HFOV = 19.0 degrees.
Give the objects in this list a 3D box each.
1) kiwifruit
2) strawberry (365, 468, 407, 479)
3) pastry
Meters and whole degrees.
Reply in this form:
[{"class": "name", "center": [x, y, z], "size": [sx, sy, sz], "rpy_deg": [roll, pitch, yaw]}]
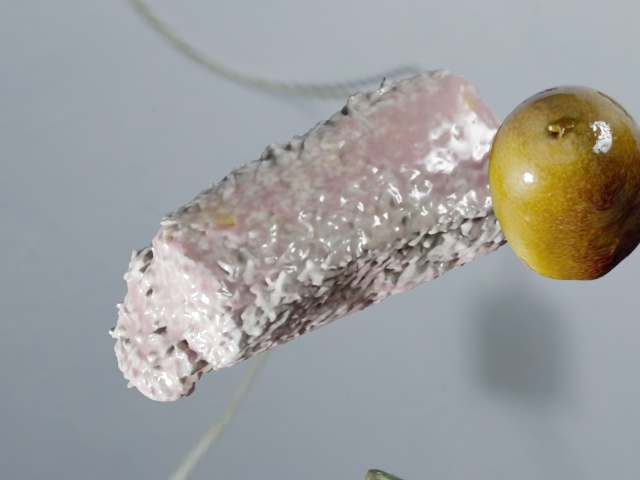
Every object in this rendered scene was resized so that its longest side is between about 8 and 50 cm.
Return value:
[{"class": "kiwifruit", "center": [0.116, -0.026, 0.892], "size": [0.075, 0.075, 0.124], "rpy_deg": [4, 157, 15]}, {"class": "strawberry", "center": [0.028, 0.261, 0.921], "size": [0.138, 0.233, 0.306], "rpy_deg": [-17, 151, -5]}, {"class": "pastry", "center": [-0.006, -0.004, 1.047], "size": [0.265, 0.103, 0.112], "rpy_deg": [-32, 150, 1]}]
